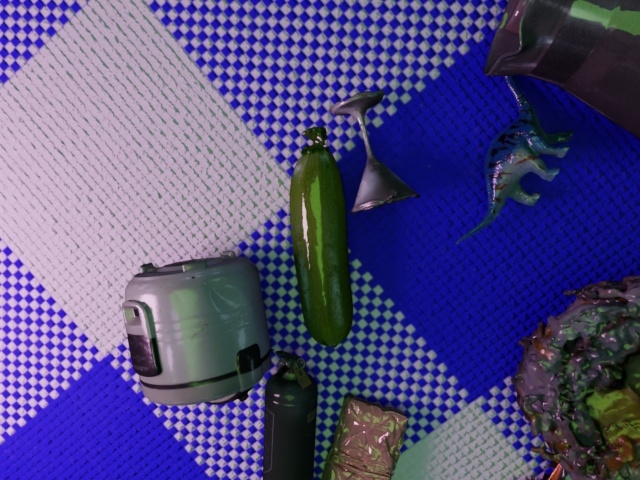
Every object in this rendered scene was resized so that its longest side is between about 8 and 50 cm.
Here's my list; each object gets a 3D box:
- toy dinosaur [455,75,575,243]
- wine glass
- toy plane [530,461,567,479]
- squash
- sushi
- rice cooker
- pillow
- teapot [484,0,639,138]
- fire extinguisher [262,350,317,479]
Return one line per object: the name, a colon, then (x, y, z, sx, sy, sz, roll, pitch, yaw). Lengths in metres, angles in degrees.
toy dinosaur: (0.336, -0.137, 0.712, 0.144, 0.076, 0.329, 14, 93, 12)
wine glass: (0.084, -0.143, 0.712, 0.122, 0.122, 0.182, -14, 90, 5)
toy plane: (0.420, 0.445, 0.783, 0.135, 0.062, 0.188, 15, 83, 2)
squash: (0.000, 0.000, 0.736, 0.101, 0.101, 0.378, -4, 100, 4)
sushi: (0.514, 0.238, 0.691, 0.418, 0.176, 0.417, 0, 95, 2)
rice cooker: (-0.198, 0.147, 0.706, 0.226, 0.226, 0.244, -9, 98, 4)
pillow: (0.074, 0.407, 0.795, 0.126, 0.043, 0.232, 17, 96, 14)
teapot: (0.445, -0.301, 0.615, 0.344, 0.253, 0.300, 20, 60, 4)
fire extinguisher: (-0.057, 0.337, 0.771, 0.095, 0.114, 0.311, 6, 96, 28)
